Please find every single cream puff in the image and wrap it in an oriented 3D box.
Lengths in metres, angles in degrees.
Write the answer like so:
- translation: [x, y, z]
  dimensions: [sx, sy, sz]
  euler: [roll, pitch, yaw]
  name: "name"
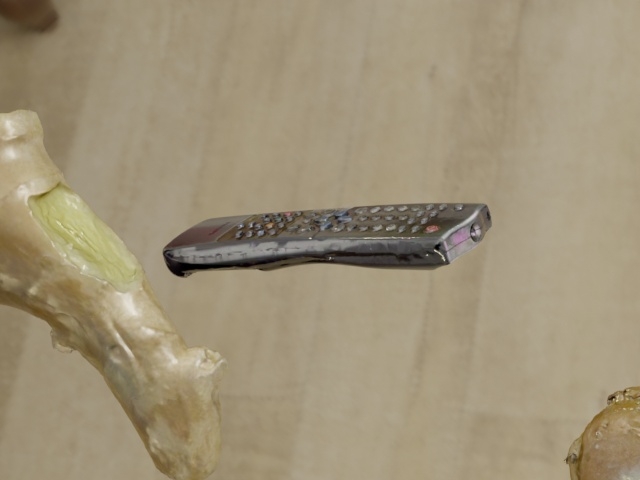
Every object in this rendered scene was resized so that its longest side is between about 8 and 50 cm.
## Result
- translation: [0.287, 0.191, 1.404]
  dimensions: [0.150, 0.115, 0.165]
  euler: [-9, 104, 33]
  name: "cream puff"

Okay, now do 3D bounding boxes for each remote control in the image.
- translation: [0.000, 0.000, 0.986]
  dimensions: [0.212, 0.028, 0.059]
  euler: [-2, 20, 38]
  name: "remote control"

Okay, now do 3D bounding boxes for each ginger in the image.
- translation: [-0.164, 0.034, 1.048]
  dimensions: [0.131, 0.086, 0.294]
  euler: [-40, 89, 9]
  name: "ginger"
